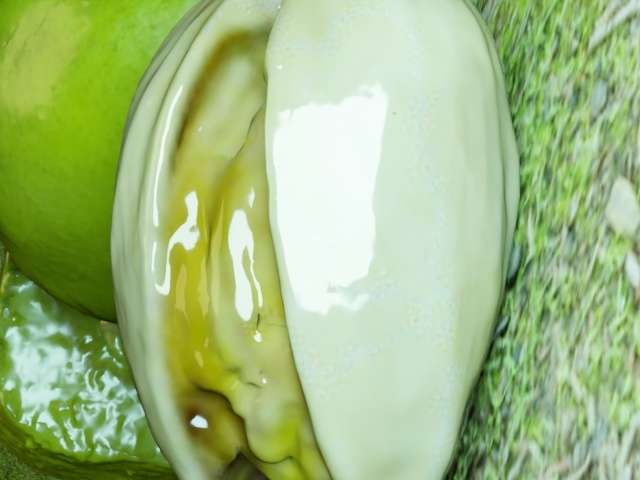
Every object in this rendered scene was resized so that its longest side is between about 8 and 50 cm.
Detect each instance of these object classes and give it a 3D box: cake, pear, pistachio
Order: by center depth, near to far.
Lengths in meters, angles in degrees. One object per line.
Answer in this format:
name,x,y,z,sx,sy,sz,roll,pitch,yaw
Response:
pistachio,0.000,0.000,0.664,0.157,0.157,0.229,141,133,-74
pear,-0.057,-0.077,0.851,0.269,0.212,0.212,-55,21,27
cake,-0.090,0.014,1.017,0.156,0.179,0.260,134,148,-70

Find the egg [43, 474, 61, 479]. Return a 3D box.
egg,-0.147,0.103,1.300,0.149,0.149,0.192,128,150,-68
